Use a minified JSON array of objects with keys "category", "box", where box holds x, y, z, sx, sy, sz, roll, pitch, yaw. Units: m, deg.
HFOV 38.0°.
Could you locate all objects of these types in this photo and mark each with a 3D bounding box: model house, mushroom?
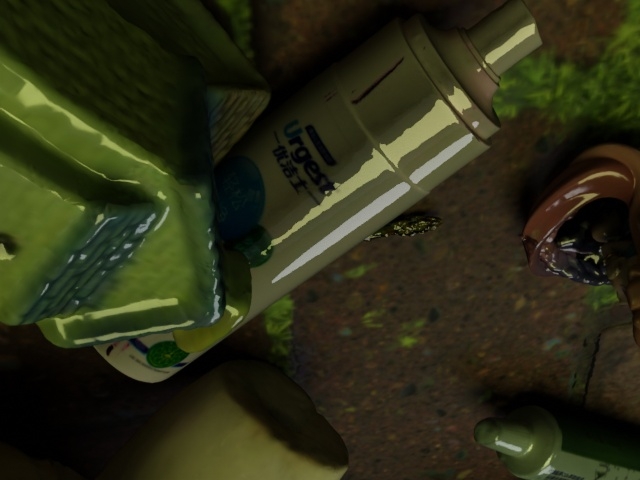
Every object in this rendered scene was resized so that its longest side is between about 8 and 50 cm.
[{"category":"model house","box":[-0.126,-0.032,0.416,0.189,0.214,0.195,25,120,-33]},{"category":"mushroom","box":[-0.147,0.263,0.608,0.353,0.353,0.325,-41,168,23]}]

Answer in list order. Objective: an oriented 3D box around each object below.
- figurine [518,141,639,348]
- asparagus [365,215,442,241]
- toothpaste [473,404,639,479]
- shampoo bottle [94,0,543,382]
[{"category":"figurine","box":[0.207,0.003,0.585,0.114,0.157,0.126,-45,125,-1]},{"category":"asparagus","box":[0.000,0.000,0.613,0.166,0.013,0.016,-8,150,-5]},{"category":"toothpaste","box":[0.281,0.206,0.845,0.392,0.061,0.098,20,132,-34]},{"category":"shampoo bottle","box":[-0.007,-0.032,0.526,0.303,0.092,0.092,-35,131,20]}]
